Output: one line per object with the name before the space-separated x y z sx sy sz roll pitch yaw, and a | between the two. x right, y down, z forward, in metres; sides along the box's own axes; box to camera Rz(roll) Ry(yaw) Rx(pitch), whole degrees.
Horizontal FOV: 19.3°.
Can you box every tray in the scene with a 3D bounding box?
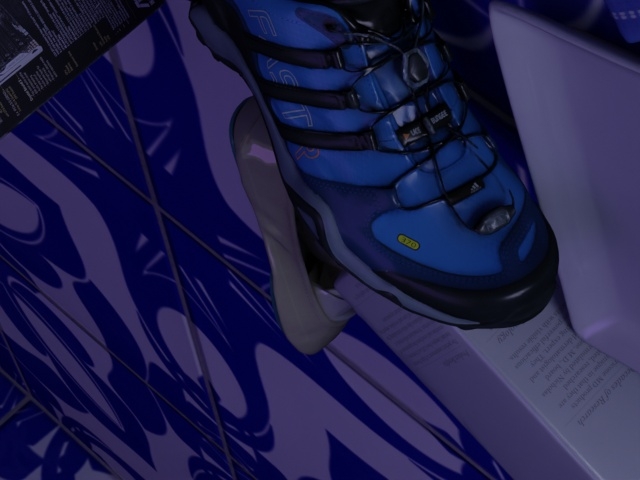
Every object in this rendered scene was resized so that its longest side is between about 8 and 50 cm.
tray | 0.173 -0.010 0.987 0.145 0.030 0.270 32 155 39

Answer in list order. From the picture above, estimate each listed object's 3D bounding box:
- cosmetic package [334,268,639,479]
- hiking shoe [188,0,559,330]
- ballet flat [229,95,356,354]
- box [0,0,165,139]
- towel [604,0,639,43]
cosmetic package | 0.124 0.073 1.172 0.231 0.085 0.117 46 161 -2
hiking shoe | 0.022 -0.082 1.013 0.304 0.113 0.132 51 159 9
ballet flat | 0.000 0.000 1.308 0.086 0.086 0.248 33 155 36
box | -0.274 -0.208 1.227 0.076 0.242 0.307 20 147 52
towel | 0.105 -0.217 0.699 0.336 0.040 0.243 57 159 -18
